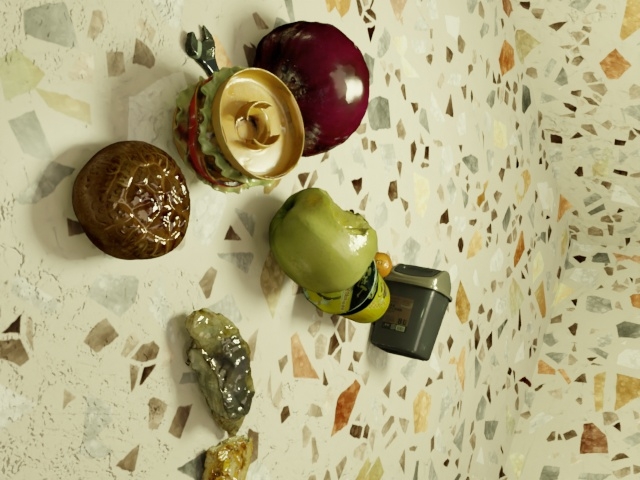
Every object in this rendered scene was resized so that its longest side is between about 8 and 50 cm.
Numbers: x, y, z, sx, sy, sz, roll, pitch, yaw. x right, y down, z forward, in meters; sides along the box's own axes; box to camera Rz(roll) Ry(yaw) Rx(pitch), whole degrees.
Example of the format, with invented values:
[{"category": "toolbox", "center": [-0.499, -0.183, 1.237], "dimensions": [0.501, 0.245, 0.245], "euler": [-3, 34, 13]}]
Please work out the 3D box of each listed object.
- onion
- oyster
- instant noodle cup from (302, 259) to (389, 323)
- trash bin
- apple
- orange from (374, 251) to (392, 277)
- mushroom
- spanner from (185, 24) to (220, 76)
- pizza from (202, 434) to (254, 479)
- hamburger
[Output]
[{"category": "onion", "center": [0.000, -0.379, 1.828], "dimensions": [0.282, 0.260, 0.336], "euler": [-28, 114, -57]}, {"category": "oyster", "center": [-0.217, 0.308, 1.679], "dimensions": [0.166, 0.110, 0.341], "euler": [-21, 110, -52]}, {"category": "instant noodle cup", "center": [0.088, 0.134, 2.045], "dimensions": [0.236, 0.216, 0.215], "euler": [44, 56, -59]}, {"category": "trash bin", "center": [0.290, 0.221, 2.324], "dimensions": [0.182, 0.209, 0.290], "euler": [34, 70, -53]}, {"category": "apple", "center": [0.000, 0.000, 1.844], "dimensions": [0.279, 0.279, 0.279], "euler": [-5, 97, -55]}, {"category": "orange", "center": [0.181, 0.076, 2.261], "dimensions": [0.083, 0.084, 0.083], "euler": [-5, 97, -55]}, {"category": "mushroom", "center": [-0.356, -0.077, 1.429], "dimensions": [0.253, 0.153, 0.253], "euler": [18, 68, -52]}, {"category": "spanner", "center": [-0.221, -0.355, 1.708], "dimensions": [0.316, 0.024, 0.087], "euler": [61, 40, -37]}, {"category": "pizza", "center": [-0.222, 0.533, 1.732], "dimensions": [0.161, 0.062, 0.182], "euler": [57, 50, -38]}, {"category": "hamburger", "center": [-0.191, -0.236, 1.589], "dimensions": [0.274, 0.212, 0.274], "euler": [5, 82, -45]}]
